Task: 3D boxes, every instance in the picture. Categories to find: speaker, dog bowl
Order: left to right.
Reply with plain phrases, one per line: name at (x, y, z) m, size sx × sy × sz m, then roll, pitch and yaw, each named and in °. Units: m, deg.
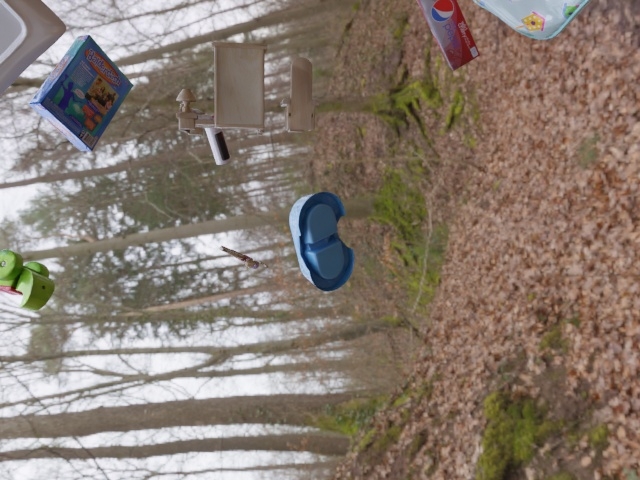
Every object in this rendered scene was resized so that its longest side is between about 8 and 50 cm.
speaker at (-0.341, -0.324, 1.841) m, size 0.055 × 0.055 × 0.136 m, roll -70°, pitch -28°, yaw -55°
dog bowl at (0.000, 0.000, 1.606) m, size 0.165 × 0.074 × 0.297 m, roll -26°, pitch -66°, yaw -30°

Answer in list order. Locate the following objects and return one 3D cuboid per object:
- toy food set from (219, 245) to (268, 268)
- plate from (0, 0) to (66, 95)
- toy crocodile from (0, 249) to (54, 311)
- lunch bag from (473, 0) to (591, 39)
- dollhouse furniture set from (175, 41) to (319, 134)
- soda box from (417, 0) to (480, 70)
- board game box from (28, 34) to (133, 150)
toy food set at (-0.182, 0.041, 1.257) m, size 0.019 × 0.122 × 0.078 m, roll -65°, pitch 26°, yaw 0°
plate at (-0.699, -0.438, 1.084) m, size 0.277 × 0.278 × 0.045 m, roll 46°, pitch -156°, yaw -30°
toy crocodile at (-0.733, 0.067, 1.233) m, size 0.115 × 0.340 × 0.105 m, roll 60°, pitch -132°, yaw -67°
lunch bag at (0.279, -0.422, 0.749) m, size 0.108 × 0.279 × 0.224 m, roll -51°, pitch -2°, yaw -16°
dollhouse furniture set at (-0.178, -0.342, 1.309) m, size 0.355 × 0.303 × 0.174 m, roll -139°, pitch 50°, yaw -78°
soda box at (0.322, -0.583, 1.444) m, size 0.263 × 0.083 × 0.092 m, roll 50°, pitch -161°, yaw -37°
board game box at (-0.543, -0.338, 1.275) m, size 0.160 × 0.047 × 0.210 m, roll 54°, pitch -129°, yaw -50°
